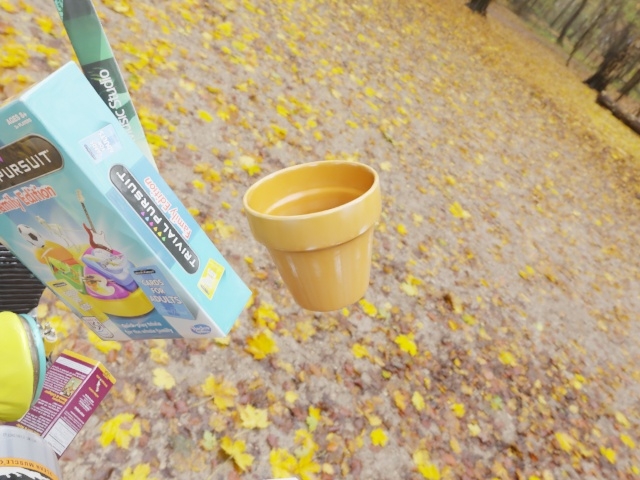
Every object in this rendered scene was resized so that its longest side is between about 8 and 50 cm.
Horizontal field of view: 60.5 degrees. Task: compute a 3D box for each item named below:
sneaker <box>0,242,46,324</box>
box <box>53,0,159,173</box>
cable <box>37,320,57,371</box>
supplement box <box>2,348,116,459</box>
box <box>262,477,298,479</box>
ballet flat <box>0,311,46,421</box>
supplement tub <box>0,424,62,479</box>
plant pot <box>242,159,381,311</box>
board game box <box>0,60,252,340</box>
[{"bbox_3d":[-0.529,0.073,0.927,0.122,0.330,0.146,8,19,-38],"label":"sneaker"},{"bbox_3d":[-0.364,-0.270,0.925,0.058,0.322,0.232,-23,24,-14],"label":"box"},{"bbox_3d":[-0.806,0.333,1.572,0.139,0.287,0.072,20,29,12],"label":"cable"},{"bbox_3d":[-0.519,0.326,1.098,0.104,0.081,0.188,11,51,24],"label":"supplement box"},{"bbox_3d":[-0.051,0.542,1.005,0.091,0.130,0.170,18,4,-42],"label":"box"},{"bbox_3d":[-0.276,0.113,0.432,0.077,0.231,0.077,-12,80,-38],"label":"ballet flat"},{"bbox_3d":[-0.376,0.378,0.610,0.193,0.193,0.316,9,20,-36],"label":"supplement tub"},{"bbox_3d":[0.000,0.000,0.856,0.205,0.188,0.205,-9,28,5],"label":"plant pot"},{"bbox_3d":[-0.280,-0.014,0.667,0.336,0.254,0.079,57,41,-30],"label":"board game box"}]
